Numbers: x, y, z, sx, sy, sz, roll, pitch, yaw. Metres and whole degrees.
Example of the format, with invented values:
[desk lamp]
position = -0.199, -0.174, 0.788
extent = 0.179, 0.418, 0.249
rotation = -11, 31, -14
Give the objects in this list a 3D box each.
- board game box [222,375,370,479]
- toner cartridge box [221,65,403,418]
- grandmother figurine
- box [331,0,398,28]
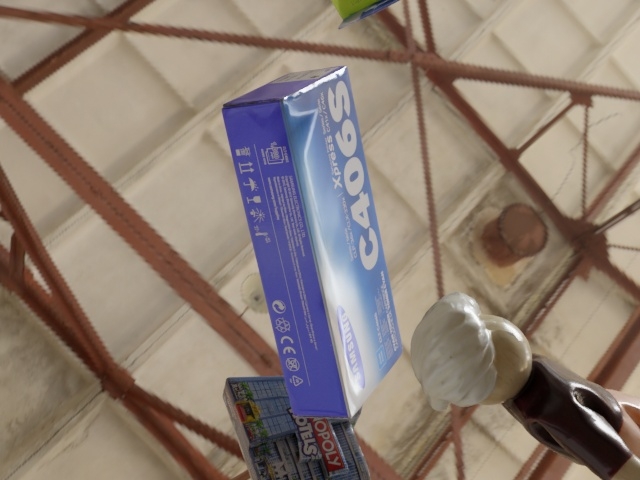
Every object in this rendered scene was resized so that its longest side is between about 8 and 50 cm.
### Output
[board game box]
position = -0.009, 0.256, 1.345
extent = 0.194, 0.060, 0.194
rotation = -12, -122, -20
[toner cartridge box]
position = 0.000, 0.000, 1.089
extent = 0.165, 0.075, 0.348
rotation = -40, -58, -56
[grandmother figurine]
position = 0.218, 0.144, 0.811
extent = 0.342, 0.208, 0.104
rotation = 29, -92, -16
[box]
position = 0.080, -0.312, 1.142
extent = 0.042, 0.109, 0.178
rotation = 55, -142, -21
